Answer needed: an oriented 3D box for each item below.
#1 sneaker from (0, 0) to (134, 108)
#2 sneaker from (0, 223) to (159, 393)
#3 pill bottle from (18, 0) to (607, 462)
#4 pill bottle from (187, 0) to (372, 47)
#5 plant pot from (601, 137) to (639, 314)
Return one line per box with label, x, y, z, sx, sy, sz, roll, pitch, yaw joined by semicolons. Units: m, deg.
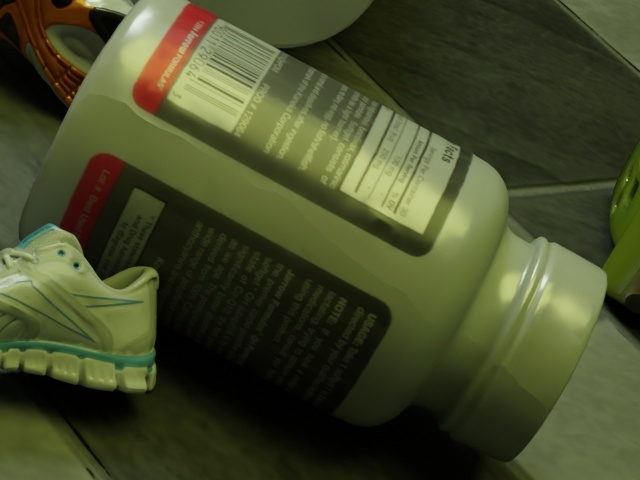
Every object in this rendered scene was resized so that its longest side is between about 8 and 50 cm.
sneaker;-0.209;-0.185;1.304;0.262;0.099;0.121;47;5;-28
sneaker;-0.168;0.029;1.027;0.190;0.083;0.071;10;3;-37
pill bottle;0.000;0.000;1.143;0.318;0.176;0.176;29;29;-1
pill bottle;-0.021;-0.307;1.582;0.210;0.210;0.363;24;29;-10
plant pot;0.346;-0.022;1.452;0.227;0.228;0.207;31;36;3
